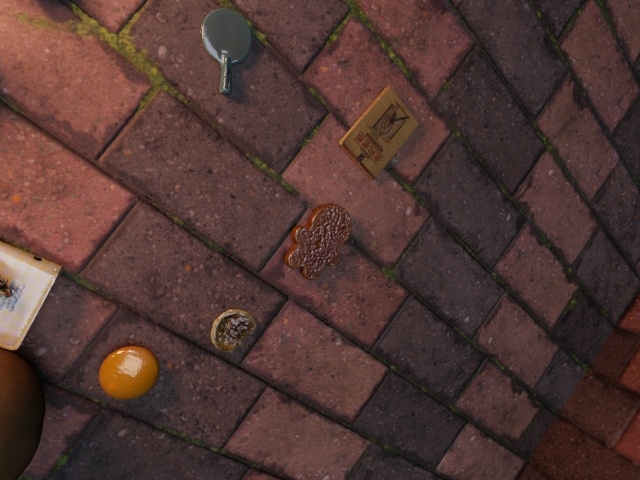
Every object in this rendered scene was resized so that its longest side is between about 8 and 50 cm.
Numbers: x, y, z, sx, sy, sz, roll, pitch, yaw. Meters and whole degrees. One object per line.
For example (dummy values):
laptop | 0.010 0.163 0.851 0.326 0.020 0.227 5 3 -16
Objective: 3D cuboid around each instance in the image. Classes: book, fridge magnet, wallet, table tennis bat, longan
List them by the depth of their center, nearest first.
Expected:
longan | -0.760 0.374 0.855 0.362 0.361 0.360 -6 105 -24
wallet | -0.757 0.085 0.917 0.310 0.077 0.223 29 86 -26
table tennis bat | -0.231 -0.461 1.057 0.125 0.033 0.200 0 100 -23
fridge magnet | -0.491 0.339 1.108 0.143 0.063 0.142 -5 103 -24
book | 0.177 -0.320 1.282 0.161 0.026 0.230 42 83 -27

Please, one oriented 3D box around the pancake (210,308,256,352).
pancake | -0.251 0.254 1.223 0.116 0.023 0.129 42 79 -27

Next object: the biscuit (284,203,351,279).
biscuit | 0.000 0.000 1.269 0.180 0.039 0.236 40 83 -25

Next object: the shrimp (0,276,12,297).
shrimp | -0.727 0.068 0.875 0.190 0.042 0.101 33 101 -25
